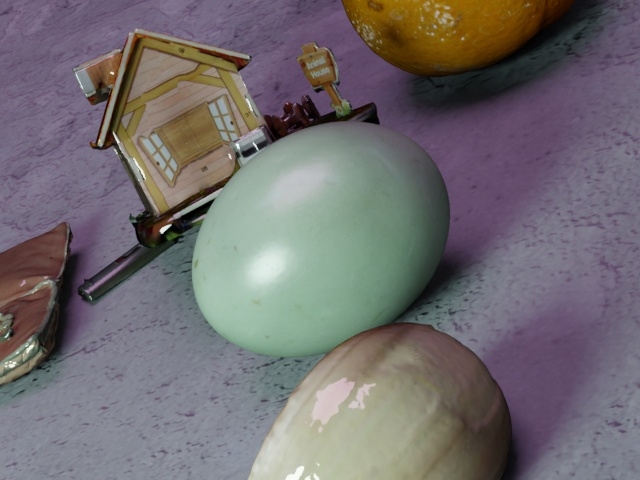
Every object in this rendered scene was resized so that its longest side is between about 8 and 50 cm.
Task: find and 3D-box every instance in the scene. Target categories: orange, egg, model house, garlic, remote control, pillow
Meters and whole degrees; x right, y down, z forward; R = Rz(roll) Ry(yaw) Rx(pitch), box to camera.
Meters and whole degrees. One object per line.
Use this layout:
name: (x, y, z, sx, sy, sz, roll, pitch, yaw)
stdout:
orange: (0.125, -0.232, 1.572, 0.224, 0.170, 0.224, -19, 19, 7)
egg: (0.000, 0.000, 1.296, 0.192, 0.149, 0.149, -35, 26, -1)
model house: (-0.089, -0.110, 1.488, 0.207, 0.154, 0.294, -30, 6, -5)
garlic: (0.024, 0.125, 1.090, 0.206, 0.115, 0.128, -41, 34, -18)
remote control: (-0.166, 0.019, 1.580, 0.091, 0.016, 0.034, -37, 28, -19)
pillow: (-0.270, 0.064, 1.572, 0.126, 0.043, 0.232, -25, 25, 10)
